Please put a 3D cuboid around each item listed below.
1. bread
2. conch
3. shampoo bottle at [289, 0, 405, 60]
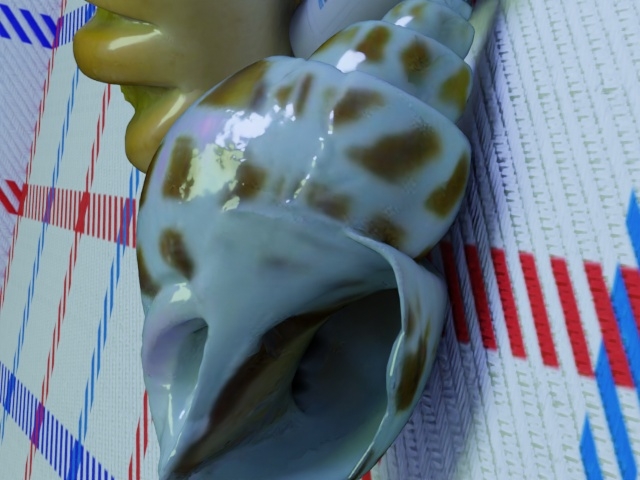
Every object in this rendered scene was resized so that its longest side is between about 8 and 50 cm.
[{"bbox_3d":[-0.105,-0.211,1.320,0.315,0.211,0.270,-64,-18,-47],"label":"bread"},{"bbox_3d":[0.000,0.001,1.030,0.249,0.197,0.368,34,111,28],"label":"conch"},{"bbox_3d":[0.050,-0.188,1.146,0.303,0.092,0.092,139,139,-60],"label":"shampoo bottle"}]
